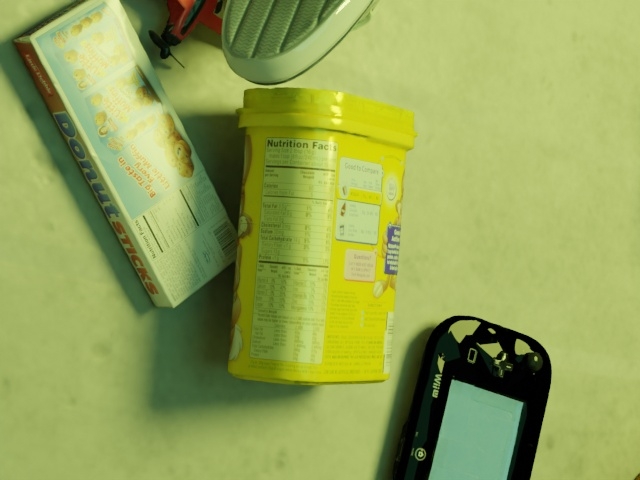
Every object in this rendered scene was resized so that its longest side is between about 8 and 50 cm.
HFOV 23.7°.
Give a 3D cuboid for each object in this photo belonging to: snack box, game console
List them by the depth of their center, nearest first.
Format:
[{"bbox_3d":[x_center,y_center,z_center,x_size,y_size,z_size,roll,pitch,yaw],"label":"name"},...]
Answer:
[{"bbox_3d":[-0.107,-0.052,0.883,0.064,0.022,0.178,-38,112,-32],"label":"snack box"},{"bbox_3d":[0.067,0.225,1.006,0.213,0.044,0.361,23,75,-36],"label":"game console"}]

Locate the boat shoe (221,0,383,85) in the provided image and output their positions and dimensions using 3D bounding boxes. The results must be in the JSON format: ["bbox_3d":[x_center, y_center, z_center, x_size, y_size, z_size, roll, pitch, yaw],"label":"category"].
[{"bbox_3d":[0.015,-0.163,0.928,0.226,0.083,0.076,-60,150,-31],"label":"boat shoe"}]

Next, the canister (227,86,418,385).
[{"bbox_3d":[0.000,0.000,0.924,0.126,0.073,0.170,7,87,-57],"label":"canister"}]

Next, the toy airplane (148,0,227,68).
[{"bbox_3d":[-0.067,-0.175,0.908,0.151,0.028,0.151,-16,111,-49],"label":"toy airplane"}]

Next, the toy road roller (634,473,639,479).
[{"bbox_3d":[0.374,0.240,1.125,0.329,0.202,0.241,-35,102,-32],"label":"toy road roller"}]
